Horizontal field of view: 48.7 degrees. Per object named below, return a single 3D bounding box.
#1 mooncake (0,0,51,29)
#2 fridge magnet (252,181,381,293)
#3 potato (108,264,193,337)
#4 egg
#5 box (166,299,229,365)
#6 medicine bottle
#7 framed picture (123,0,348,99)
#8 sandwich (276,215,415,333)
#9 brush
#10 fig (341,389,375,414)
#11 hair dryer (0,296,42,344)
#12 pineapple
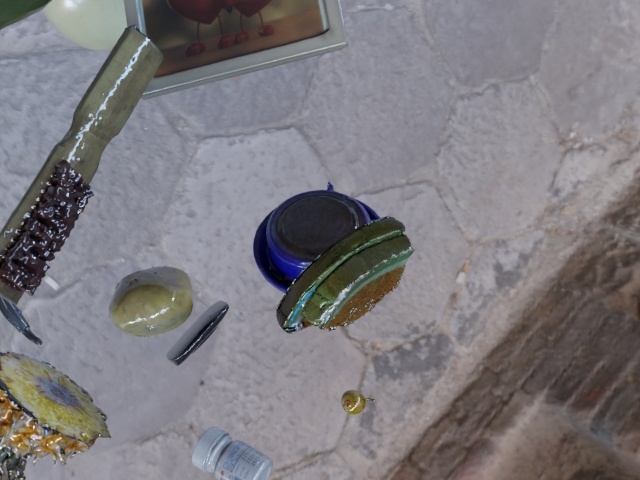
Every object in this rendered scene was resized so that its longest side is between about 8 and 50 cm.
[{"bbox_3d":[-0.320,-0.283,0.453,0.356,0.194,0.356,1,81,-9],"label":"mooncake"},{"bbox_3d":[0.000,0.000,1.369,0.265,0.265,0.113,-31,143,-20],"label":"fridge magnet"},{"bbox_3d":[-0.391,0.132,1.642,0.191,0.296,0.141,-18,99,-7],"label":"potato"},{"bbox_3d":[-0.420,-0.461,1.273,0.188,0.188,0.254,-44,136,-13],"label":"egg"},{"bbox_3d":[-0.303,0.229,1.769,0.042,0.212,0.201,46,75,-9],"label":"box"},{"bbox_3d":[-0.203,0.514,1.641,0.105,0.168,0.105,-50,155,-35],"label":"medicine bottle"},{"bbox_3d":[-0.100,-0.299,0.694,0.211,0.020,0.290,-11,81,9],"label":"framed picture"},{"bbox_3d":[0.043,0.077,1.095,0.235,0.079,0.159,-28,137,-14],"label":"sandwich"},{"bbox_3d":[-0.184,-0.067,0.553,0.043,0.036,0.248,49,55,-45],"label":"brush"},{"bbox_3d":[0.078,0.328,1.442,0.083,0.050,0.050,7,101,-47],"label":"fig"},{"bbox_3d":[-0.644,0.125,1.515,0.195,0.075,0.219,-35,86,-1],"label":"hair dryer"},{"bbox_3d":[-0.562,0.377,1.262,0.272,0.262,0.262,-49,122,0],"label":"pineapple"}]
